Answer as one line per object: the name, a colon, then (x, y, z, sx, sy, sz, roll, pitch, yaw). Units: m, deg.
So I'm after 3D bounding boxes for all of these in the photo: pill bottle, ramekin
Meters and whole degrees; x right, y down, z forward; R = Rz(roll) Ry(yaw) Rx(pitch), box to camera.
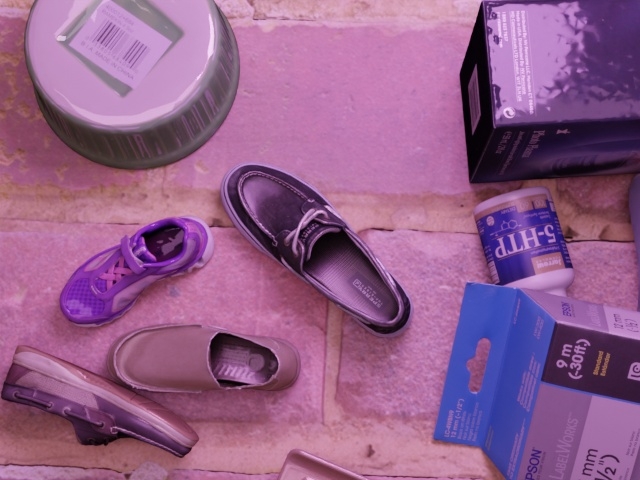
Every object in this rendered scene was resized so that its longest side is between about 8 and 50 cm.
pill bottle: (0.287, 0.029, 1.822, 0.112, 0.112, 0.187, -15, 80, -2)
ramekin: (-0.269, -0.263, 1.861, 0.303, 0.148, 0.303, 0, 80, 1)

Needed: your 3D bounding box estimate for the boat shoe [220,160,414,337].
boat shoe: (0.000, 0.000, 1.825, 0.335, 0.119, 0.121, 38, 82, 7)

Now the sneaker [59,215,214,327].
sneaker: (-0.261, 0.034, 1.830, 0.236, 0.104, 0.095, -31, 82, -4)

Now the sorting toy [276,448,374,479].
sorting toy: (0.009, 0.412, 1.796, 0.193, 0.038, 0.208, 22, 85, 5)

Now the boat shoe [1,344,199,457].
boat shoe: (-0.303, 0.235, 1.799, 0.285, 0.103, 0.092, 25, 86, 9)

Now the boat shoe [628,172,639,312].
boat shoe: (0.498, 0.053, 1.819, 0.105, 0.113, 0.306, -6, 85, -20)

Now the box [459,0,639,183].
box: (0.351, -0.198, 1.768, 0.294, 0.296, 0.183, -4, 79, 0)

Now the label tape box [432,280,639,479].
label tape box: (0.338, 0.212, 1.735, 0.347, 0.115, 0.249, 11, 109, 2)

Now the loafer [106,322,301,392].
loafer: (-0.162, 0.159, 1.811, 0.268, 0.092, 0.102, 0, 80, 1)
